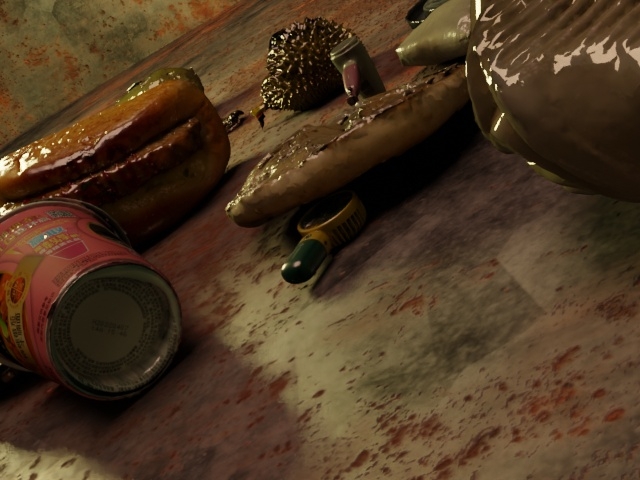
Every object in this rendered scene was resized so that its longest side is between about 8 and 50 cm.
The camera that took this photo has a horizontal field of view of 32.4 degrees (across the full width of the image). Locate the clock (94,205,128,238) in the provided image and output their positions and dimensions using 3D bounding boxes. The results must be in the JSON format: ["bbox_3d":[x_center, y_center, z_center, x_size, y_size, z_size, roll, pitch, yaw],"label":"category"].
[{"bbox_3d":[-0.422,0.074,1.603,0.325,0.067,0.325,-41,1,1],"label":"clock"}]

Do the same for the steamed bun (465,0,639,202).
[{"bbox_3d":[0.287,-0.148,0.925,0.324,0.219,0.310,1,48,19],"label":"steamed bun"}]

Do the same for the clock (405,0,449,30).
[{"bbox_3d":[0.251,-0.411,1.850,0.226,0.049,0.226,-30,18,11],"label":"clock"}]

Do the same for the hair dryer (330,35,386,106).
[{"bbox_3d":[0.052,-0.236,1.657,0.054,0.106,0.154,-26,20,22],"label":"hair dryer"}]

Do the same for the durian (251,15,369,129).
[{"bbox_3d":[-0.040,-0.311,1.946,0.237,0.138,0.193,-31,19,10],"label":"durian"}]

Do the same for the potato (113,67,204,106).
[{"bbox_3d":[-0.364,-0.284,2.400,0.248,0.144,0.169,-22,12,33],"label":"potato"}]

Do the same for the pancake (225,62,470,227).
[{"bbox_3d":[0.037,-0.127,1.436,0.386,0.082,0.387,-28,10,5],"label":"pancake"}]

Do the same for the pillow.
[{"bbox_3d":[0.203,-0.321,1.664,0.134,0.078,0.181,-45,21,-28],"label":"pillow"}]

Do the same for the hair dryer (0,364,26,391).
[{"bbox_3d":[-0.431,0.173,1.550,0.255,0.070,0.128,-34,18,16],"label":"hair dryer"}]

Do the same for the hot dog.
[{"bbox_3d":[-0.344,-0.101,1.810,0.405,0.185,0.223,-25,27,2],"label":"hot dog"}]

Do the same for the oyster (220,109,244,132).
[{"bbox_3d":[-0.208,-0.218,2.159,0.132,0.029,0.086,-34,19,-3],"label":"oyster"}]

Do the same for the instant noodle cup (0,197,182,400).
[{"bbox_3d":[-0.288,0.078,1.326,0.244,0.244,0.255,-41,27,-18],"label":"instant noodle cup"}]

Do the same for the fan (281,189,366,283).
[{"bbox_3d":[0.000,0.000,1.283,0.082,0.039,0.155,-16,26,40],"label":"fan"}]
